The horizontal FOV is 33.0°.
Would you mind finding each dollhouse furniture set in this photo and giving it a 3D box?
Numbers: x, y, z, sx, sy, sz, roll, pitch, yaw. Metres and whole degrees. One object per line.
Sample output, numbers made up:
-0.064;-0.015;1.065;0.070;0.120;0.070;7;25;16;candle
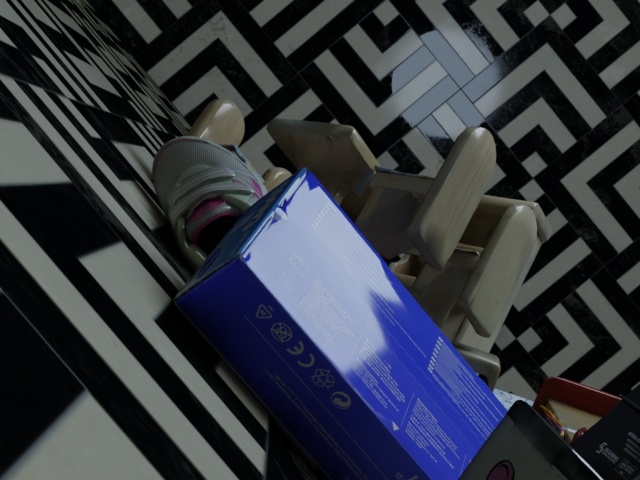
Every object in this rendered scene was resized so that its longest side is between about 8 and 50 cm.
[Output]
0.093;-0.034;1.274;0.362;0.256;0.394;11;-28;39;dollhouse furniture set
0.144;0.200;1.070;0.374;0.152;0.201;19;9;1;dollhouse furniture set

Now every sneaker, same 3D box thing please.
-0.092;-0.023;1.024;0.252;0.103;0.111;50;-1;34;sneaker

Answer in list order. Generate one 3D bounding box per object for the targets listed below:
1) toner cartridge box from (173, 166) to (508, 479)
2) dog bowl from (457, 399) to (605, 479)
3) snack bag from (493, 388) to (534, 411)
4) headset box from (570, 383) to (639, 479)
0.049;0.121;0.861;0.348;0.075;0.165;50;29;-10;toner cartridge box
0.194;0.296;0.627;0.408;0.150;0.408;51;0;0;dog bowl
0.208;0.234;1.339;0.342;0.037;0.323;17;9;-6;snack bag
0.290;0.207;0.662;0.293;0.110;0.218;51;1;-6;headset box
